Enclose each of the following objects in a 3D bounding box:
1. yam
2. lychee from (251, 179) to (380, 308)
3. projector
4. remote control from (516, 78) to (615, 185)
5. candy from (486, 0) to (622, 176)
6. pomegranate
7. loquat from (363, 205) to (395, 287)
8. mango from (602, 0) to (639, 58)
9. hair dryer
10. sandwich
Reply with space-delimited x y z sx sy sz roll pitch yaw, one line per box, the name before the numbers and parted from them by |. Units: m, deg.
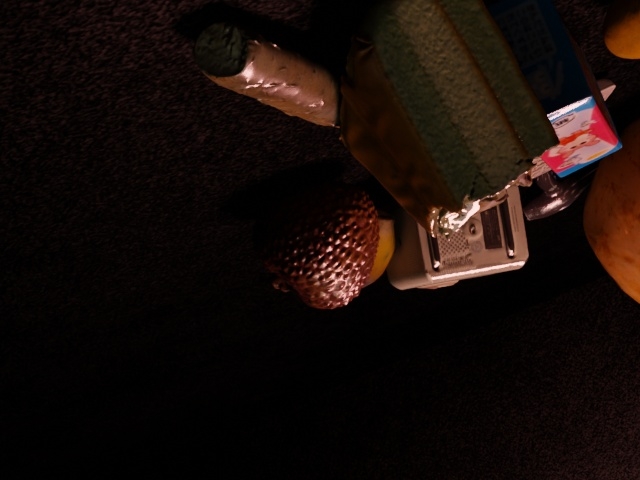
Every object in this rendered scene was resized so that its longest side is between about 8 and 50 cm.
yam | -0.011 -0.170 1.364 0.083 0.083 0.371 -28 163 26
lychee | -0.006 0.001 1.804 0.194 0.194 0.194 -19 166 -5
projector | 0.204 -0.010 1.998 0.177 0.163 0.242 -8 176 -15
remote control | 0.347 -0.162 1.941 0.109 0.055 0.313 -24 164 -20
candy | 0.282 -0.188 1.526 0.100 0.157 0.306 -24 165 15
pomegranate | 0.633 -0.063 2.122 0.410 0.410 0.410 -19 166 -5
loquat | 0.044 0.007 1.963 0.152 0.152 0.195 -8 153 -42
mango | 0.427 -0.285 1.456 0.138 0.113 0.253 -11 165 -30
hair dryer | 0.420 -0.123 2.186 0.195 0.075 0.219 -34 156 11
sandwich | 0.139 -0.135 1.308 0.155 0.198 0.227 -35 156 -17
